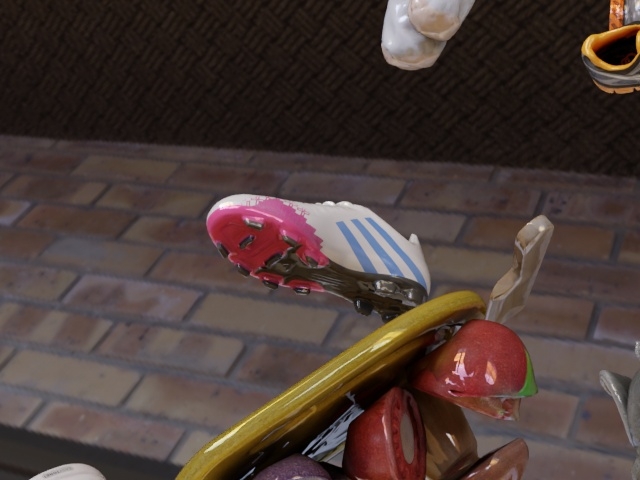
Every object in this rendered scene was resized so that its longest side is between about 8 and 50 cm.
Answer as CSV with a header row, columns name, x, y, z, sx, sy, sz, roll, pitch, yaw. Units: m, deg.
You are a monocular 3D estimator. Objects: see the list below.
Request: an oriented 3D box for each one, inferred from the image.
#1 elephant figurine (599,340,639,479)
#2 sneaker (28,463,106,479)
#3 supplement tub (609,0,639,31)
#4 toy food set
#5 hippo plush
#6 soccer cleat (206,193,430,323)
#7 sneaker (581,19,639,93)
name,x,y,z,sx,sy,sz,roll,pitch,yaw
elephant figurine,0.394,0.189,1.071,0.169,0.239,0.186,13,100,5
sneaker,-0.288,0.306,0.858,0.152,0.305,0.114,25,123,36
supplement tub,0.509,-0.307,1.349,0.190,0.117,0.117,3,127,21
toy food set,0.025,0.087,0.361,0.071,0.217,0.128,52,165,19
hippo plush,0.093,-0.370,1.188,0.236,0.234,0.294,31,136,-3
soccer cleat,0.000,0.000,1.249,0.331,0.143,0.116,24,135,-26
sneaker,0.398,-0.218,1.084,0.214,0.084,0.083,-11,160,38
